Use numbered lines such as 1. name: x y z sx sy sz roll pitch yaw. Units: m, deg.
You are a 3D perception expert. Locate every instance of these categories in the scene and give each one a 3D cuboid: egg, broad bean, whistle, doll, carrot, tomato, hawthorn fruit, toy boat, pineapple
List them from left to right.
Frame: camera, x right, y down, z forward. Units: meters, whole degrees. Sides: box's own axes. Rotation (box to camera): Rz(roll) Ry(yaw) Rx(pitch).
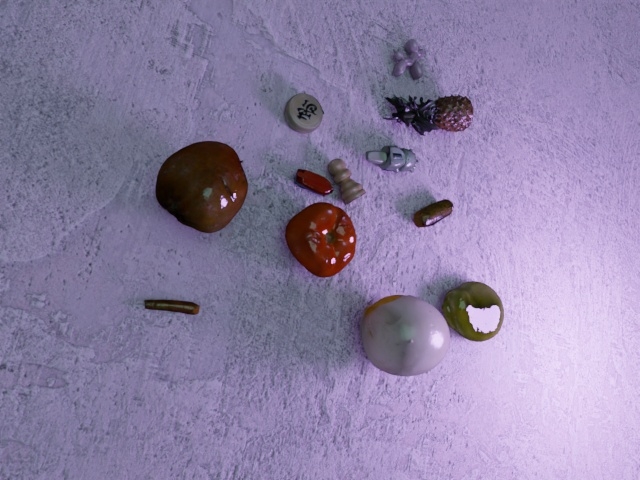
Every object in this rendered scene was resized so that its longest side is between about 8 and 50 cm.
1. carrot: -0.467 0.208 1.522 0.170 0.042 0.042 8 80 -20
2. hawthorn fruit: -0.351 -0.182 1.502 0.268 0.267 0.301 47 59 -12
3. toy boat: -0.023 -0.206 1.756 0.172 0.058 0.069 19 77 -27
4. tomato: 0.003 -0.003 1.674 0.259 0.180 0.260 3 83 -26
5. whistle: 0.281 -0.316 1.882 0.244 0.092 0.110 0 85 -25
6. egg: 0.306 0.335 1.709 0.344 0.283 0.284 12 79 -27
7. doll: 0.369 -0.748 1.993 0.160 0.059 0.160 -1 85 -23
8. pineapple: 0.431 -0.508 1.954 0.363 0.165 0.166 -5 85 -16
9. carrot: 0.450 -0.105 1.936 0.173 0.082 0.082 -22 92 -27
10. broad bean: 0.614 0.279 1.936 0.290 0.119 0.238 24 74 -20

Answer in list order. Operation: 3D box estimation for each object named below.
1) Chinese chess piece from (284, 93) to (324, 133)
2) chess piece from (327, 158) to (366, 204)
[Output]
1. Chinese chess piece: -0.061 -0.464 1.770 0.143 0.058 0.144 3 81 -24
2. chess piece: 0.091 -0.226 1.792 0.094 0.094 0.171 -29 91 -24
